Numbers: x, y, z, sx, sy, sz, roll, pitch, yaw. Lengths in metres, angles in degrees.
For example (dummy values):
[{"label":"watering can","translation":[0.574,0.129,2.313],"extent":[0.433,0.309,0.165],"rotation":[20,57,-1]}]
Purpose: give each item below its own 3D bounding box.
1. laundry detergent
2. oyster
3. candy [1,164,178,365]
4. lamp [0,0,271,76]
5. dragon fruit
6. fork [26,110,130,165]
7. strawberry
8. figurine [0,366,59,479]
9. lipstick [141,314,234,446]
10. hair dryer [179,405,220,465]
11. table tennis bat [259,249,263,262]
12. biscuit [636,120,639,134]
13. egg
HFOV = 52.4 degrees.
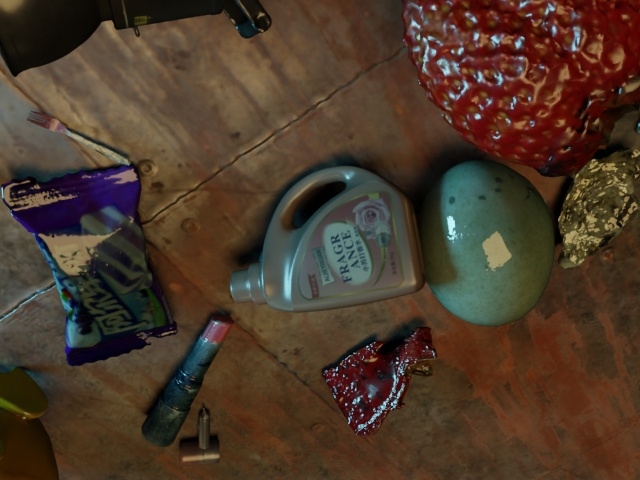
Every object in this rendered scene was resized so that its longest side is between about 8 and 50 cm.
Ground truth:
[{"label":"laundry detergent","translation":[0.000,0.000,0.797],"extent":[0.237,0.076,0.171],"rotation":[-9,88,14]},{"label":"oyster","translation":[0.391,-0.045,0.910],"extent":[0.125,0.064,0.177],"rotation":[-8,125,-5]},{"label":"candy","translation":[-0.265,0.036,0.780],"extent":[0.145,0.070,0.275],"rotation":[-15,123,-15]},{"label":"lamp","translation":[-0.176,-0.246,0.569],"extent":[0.227,0.147,0.172],"rotation":[-16,105,-14]},{"label":"dragon fruit","translation":[0.103,0.199,1.017],"extent":[0.192,0.122,0.092],"rotation":[-48,163,16]},{"label":"fork","translation":[-0.260,-0.110,0.705],"extent":[0.115,0.012,0.016],"rotation":[26,115,-29]},{"label":"strawberry","translation":[0.203,-0.218,0.629],"extent":[0.238,0.250,0.288],"rotation":[-39,101,21]},{"label":"figurine","translation":[-0.452,0.302,0.849],"extent":[0.228,0.215,0.215],"rotation":[-26,129,21]},{"label":"lipstick","translation":[-0.186,0.199,0.928],"extent":[0.053,0.053,0.234],"rotation":[20,116,-27]},{"label":"hair dryer","translation":[-0.189,0.304,1.019],"extent":[0.063,0.037,0.114],"rotation":[0,118,-14]},{"label":"table tennis bat","translation":[-0.010,0.036,0.881],"extent":[0.155,0.019,0.100],"rotation":[16,120,-28]},{"label":"biscuit","translation":[0.510,-0.233,0.827],"extent":[0.131,0.026,0.236],"rotation":[1,126,-19]},{"label":"egg","translation":[0.208,0.006,0.824],"extent":[0.169,0.169,0.236],"rotation":[-17,130,-3]}]
